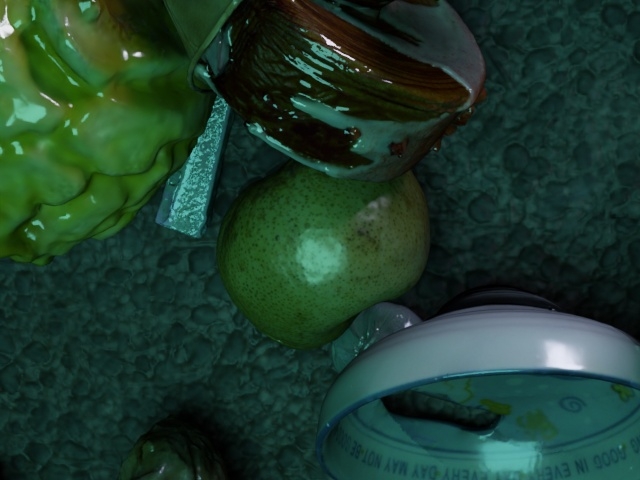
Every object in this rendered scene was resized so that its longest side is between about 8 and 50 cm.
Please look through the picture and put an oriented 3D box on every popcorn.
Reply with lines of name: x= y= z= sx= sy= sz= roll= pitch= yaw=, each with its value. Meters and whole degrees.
popcorn: x=-0.217 y=-0.129 z=1.122 sx=0.293 sy=0.293 sz=0.237 roll=39 pitch=122 yaw=-3

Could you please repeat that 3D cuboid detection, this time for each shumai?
shumai: x=-0.090 y=0.251 z=1.263 sx=0.175 sy=0.166 sz=0.206 roll=11 pitch=111 yaw=1

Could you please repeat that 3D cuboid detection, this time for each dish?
dish: x=0.132 y=0.100 z=1.178 sx=0.273 sy=0.134 sz=0.273 roll=0 pitch=149 yaw=0

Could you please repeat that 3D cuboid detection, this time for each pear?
pear: x=0.000 y=0.000 z=1.171 sx=0.167 sy=0.167 sz=0.136 roll=-36 pitch=94 yaw=18

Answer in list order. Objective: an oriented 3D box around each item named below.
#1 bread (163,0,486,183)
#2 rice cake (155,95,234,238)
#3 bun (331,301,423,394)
bread: x=0.011 y=-0.145 z=1.082 sx=0.212 sy=0.224 sz=0.142 roll=49 pitch=123 yaw=18
rice cake: x=-0.086 y=-0.105 z=1.216 sx=0.043 sy=0.034 sz=0.211 roll=16 pitch=109 yaw=2
bun: x=0.048 y=0.089 z=1.247 sx=0.083 sy=0.045 sz=0.083 roll=3 pitch=105 yaw=12
